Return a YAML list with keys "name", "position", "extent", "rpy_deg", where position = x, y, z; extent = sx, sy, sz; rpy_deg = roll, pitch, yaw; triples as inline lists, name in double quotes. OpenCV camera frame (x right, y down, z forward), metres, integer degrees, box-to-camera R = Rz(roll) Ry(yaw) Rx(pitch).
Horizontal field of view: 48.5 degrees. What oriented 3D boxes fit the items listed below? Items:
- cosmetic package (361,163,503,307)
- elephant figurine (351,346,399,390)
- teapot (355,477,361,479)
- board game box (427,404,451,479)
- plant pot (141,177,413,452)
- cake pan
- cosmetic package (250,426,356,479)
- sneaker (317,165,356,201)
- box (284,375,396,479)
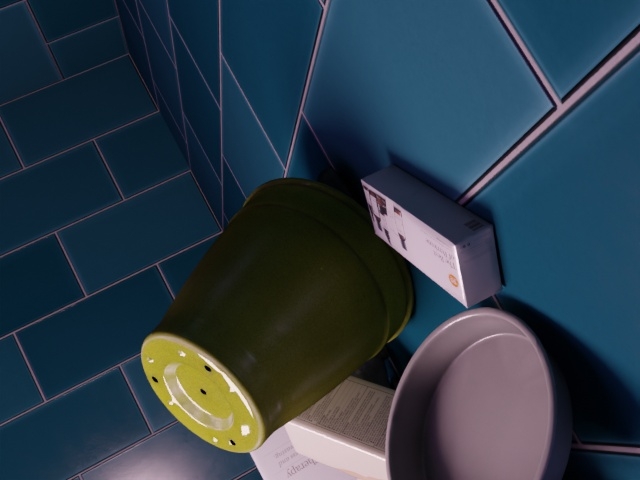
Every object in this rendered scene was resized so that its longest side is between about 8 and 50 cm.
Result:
- name: "cosmetic package"
  position: [0.140, -0.013, 0.938]
  extent: [0.239, 0.060, 0.099]
  rpy_deg: [43, 157, 56]
- name: "elephant figurine"
  position: [0.128, 0.349, 1.550]
  extent: [0.169, 0.186, 0.239]
  rpy_deg: [-11, 120, 42]
- name: "teapot"
  position: [0.204, 0.476, 1.401]
  extent: [0.256, 0.187, 0.252]
  rpy_deg: [30, 176, 28]
- name: "board game box"
  position: [0.189, 0.414, 1.027]
  extent: [0.224, 0.098, 0.303]
  rpy_deg: [-98, 13, -48]
- name: "plant pot"
  position: [-0.089, 0.141, 1.166]
  extent: [0.366, 0.353, 0.366]
  rpy_deg: [21, 134, 24]
- name: "cake pan"
  position: [0.187, 0.228, 0.863]
  extent: [0.054, 0.293, 0.293]
  rpy_deg: [23, -175, -25]
- name: "cosmetic package"
  position: [0.043, 0.572, 1.789]
  extent: [0.393, 0.329, 0.327]
  rpy_deg: [57, 172, 22]
- name: "sneaker"
  position: [0.000, 0.000, 1.324]
  extent: [0.122, 0.146, 0.330]
  rpy_deg: [57, 164, 31]
- name: "box"
  position: [0.101, 0.359, 1.316]
  extent: [0.311, 0.148, 0.121]
  rpy_deg: [14, 138, 32]
